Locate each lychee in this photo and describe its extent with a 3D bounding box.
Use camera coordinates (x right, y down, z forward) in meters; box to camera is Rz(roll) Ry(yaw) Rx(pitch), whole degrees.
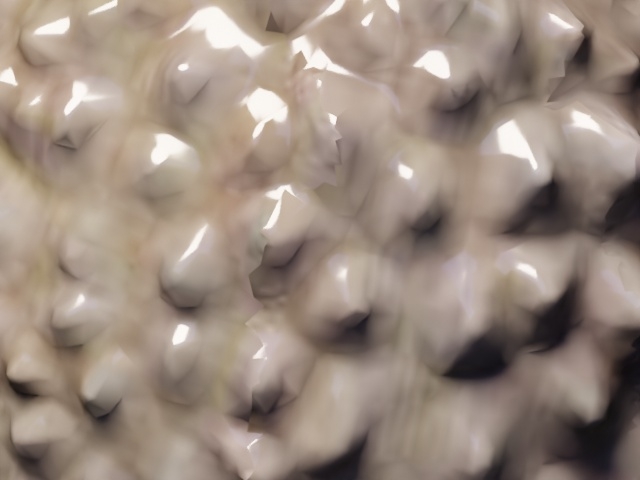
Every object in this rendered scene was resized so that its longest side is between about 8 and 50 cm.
[{"bbox_3d":[0.000,0.000,0.669,0.380,0.432,0.380,5,39,-4],"label":"lychee"}]
